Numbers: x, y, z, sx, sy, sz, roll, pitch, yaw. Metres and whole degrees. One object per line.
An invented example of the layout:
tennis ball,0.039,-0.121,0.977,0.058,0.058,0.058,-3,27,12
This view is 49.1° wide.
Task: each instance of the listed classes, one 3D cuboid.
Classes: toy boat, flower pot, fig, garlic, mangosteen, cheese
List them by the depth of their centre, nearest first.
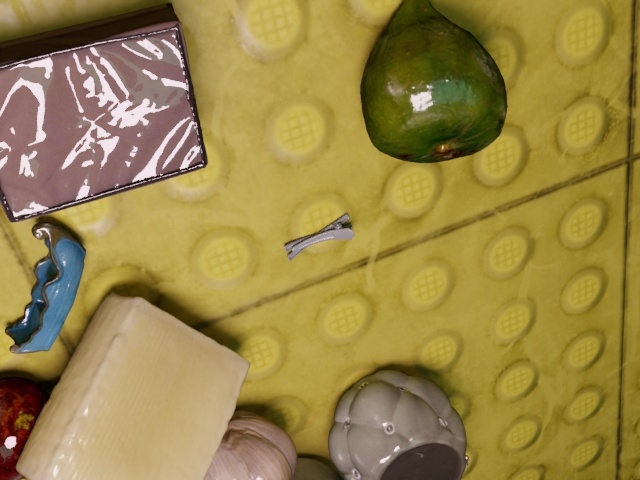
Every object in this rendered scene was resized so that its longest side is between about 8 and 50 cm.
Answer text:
toy boat,-0.378,0.064,0.942,0.077,0.075,0.185,18,106,-38
fig,0.142,-0.236,0.965,0.203,0.235,0.203,-8,162,-3
cheese,-0.252,0.244,0.992,0.242,0.124,0.265,37,64,-32
mangosteen,-0.435,0.285,1.001,0.146,0.156,0.181,-44,142,-24
garlic,-0.147,0.367,1.134,0.228,0.228,0.152,-32,101,-3
flower pot,0.134,0.350,1.237,0.246,0.195,0.246,-9,121,-16

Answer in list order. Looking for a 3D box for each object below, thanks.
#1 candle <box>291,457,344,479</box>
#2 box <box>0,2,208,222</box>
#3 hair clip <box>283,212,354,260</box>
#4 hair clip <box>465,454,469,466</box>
candle,-0.030,0.501,1.199,0.221,0.342,0.221,-1,94,-8
box,-0.269,-0.154,0.824,0.252,0.153,0.188,-15,121,-13
hair clip,0.000,-0.001,1.086,0.115,0.039,0.030,-25,118,-5
hair clip,0.168,0.481,1.397,0.292,0.084,0.106,-32,129,3
